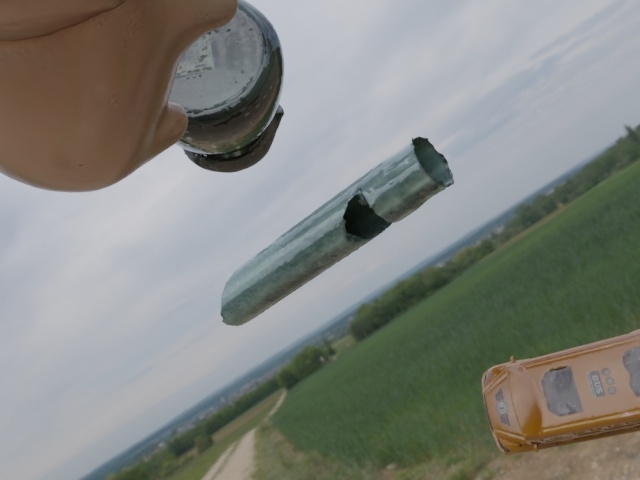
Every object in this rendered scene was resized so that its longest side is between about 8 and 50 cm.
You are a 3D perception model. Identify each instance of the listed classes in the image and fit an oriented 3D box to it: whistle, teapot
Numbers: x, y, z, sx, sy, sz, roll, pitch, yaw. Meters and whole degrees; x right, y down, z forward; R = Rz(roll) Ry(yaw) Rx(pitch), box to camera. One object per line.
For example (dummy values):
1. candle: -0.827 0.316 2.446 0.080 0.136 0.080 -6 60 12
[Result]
1. whistle: 0.000 0.000 0.759 0.312 0.062 0.062 -35 -7 32
2. teapot: -0.188 -0.193 1.109 0.305 0.223 0.285 -40 -12 -6

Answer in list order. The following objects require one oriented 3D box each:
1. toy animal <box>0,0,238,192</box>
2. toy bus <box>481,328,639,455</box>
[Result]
1. toy animal: -0.193 -0.174 0.483 0.269 0.237 0.326 -14 -40 -41
2. toy bus: 0.224 0.126 0.609 0.194 0.083 0.088 -22 -23 29
